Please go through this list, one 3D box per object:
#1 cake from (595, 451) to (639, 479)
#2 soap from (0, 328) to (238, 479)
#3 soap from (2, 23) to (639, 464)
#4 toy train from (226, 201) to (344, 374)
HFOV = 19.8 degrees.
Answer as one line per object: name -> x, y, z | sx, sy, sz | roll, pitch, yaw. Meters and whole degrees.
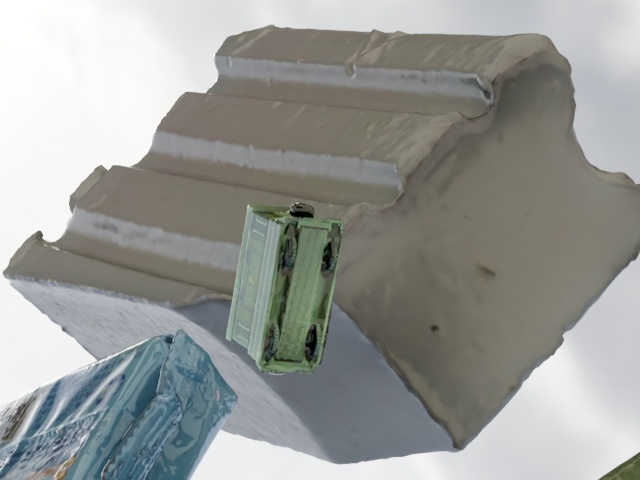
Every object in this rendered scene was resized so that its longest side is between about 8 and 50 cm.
cake -> 0.280, 0.165, 1.166 | 0.172, 0.284, 0.158 | 13, -150, -29
soap -> -0.178, 0.159, 1.232 | 0.077, 0.293, 0.156 | 47, -132, -19
soap -> 0.000, 0.000, 1.507 | 0.350, 0.213, 0.435 | -46, -152, -23
toy train -> -0.019, 0.023, 0.974 | 0.038, 0.093, 0.056 | 3, -166, -29
